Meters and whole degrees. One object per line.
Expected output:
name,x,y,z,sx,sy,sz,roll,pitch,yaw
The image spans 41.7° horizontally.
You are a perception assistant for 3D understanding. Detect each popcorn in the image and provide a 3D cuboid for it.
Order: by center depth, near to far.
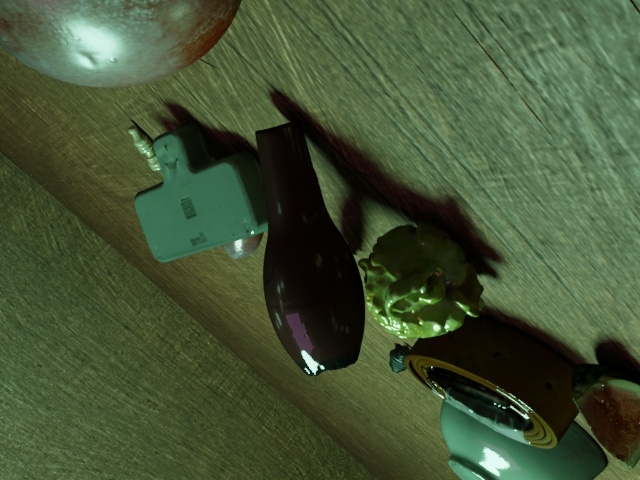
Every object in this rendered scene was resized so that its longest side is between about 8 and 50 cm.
popcorn,0.115,0.051,1.013,0.135,0.162,0.141,-39,72,43

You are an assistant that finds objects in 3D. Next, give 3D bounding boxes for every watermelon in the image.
watermelon,0.361,0.194,1.004,0.069,0.087,0.163,-18,130,33

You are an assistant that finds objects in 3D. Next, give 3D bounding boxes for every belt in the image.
belt,0.244,0.193,1.181,0.261,0.105,0.184,11,147,51

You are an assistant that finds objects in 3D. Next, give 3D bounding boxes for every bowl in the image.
bowl,0.305,0.349,1.391,0.289,0.146,0.289,34,164,11

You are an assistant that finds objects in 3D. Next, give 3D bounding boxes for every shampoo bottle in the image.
shampoo bottle,0.151,0.224,1.585,0.048,0.027,0.137,22,161,8

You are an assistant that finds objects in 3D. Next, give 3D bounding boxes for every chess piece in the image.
chess piece,-0.315,-0.169,1.514,0.035,0.035,0.092,20,152,47

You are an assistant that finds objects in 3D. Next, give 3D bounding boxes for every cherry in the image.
cherry,-0.134,-0.040,1.368,0.106,0.087,0.126,46,155,45

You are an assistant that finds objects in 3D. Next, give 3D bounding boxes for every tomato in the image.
tomato,-0.195,-0.250,0.703,0.270,0.227,0.270,38,165,12

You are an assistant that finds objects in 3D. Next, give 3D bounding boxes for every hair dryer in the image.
hair dryer,0.000,0.000,1.150,0.340,0.123,0.313,-31,-70,-78

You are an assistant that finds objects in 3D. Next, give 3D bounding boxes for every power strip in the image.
power strip,-0.193,-0.080,1.297,0.265,0.059,0.194,-14,97,43
